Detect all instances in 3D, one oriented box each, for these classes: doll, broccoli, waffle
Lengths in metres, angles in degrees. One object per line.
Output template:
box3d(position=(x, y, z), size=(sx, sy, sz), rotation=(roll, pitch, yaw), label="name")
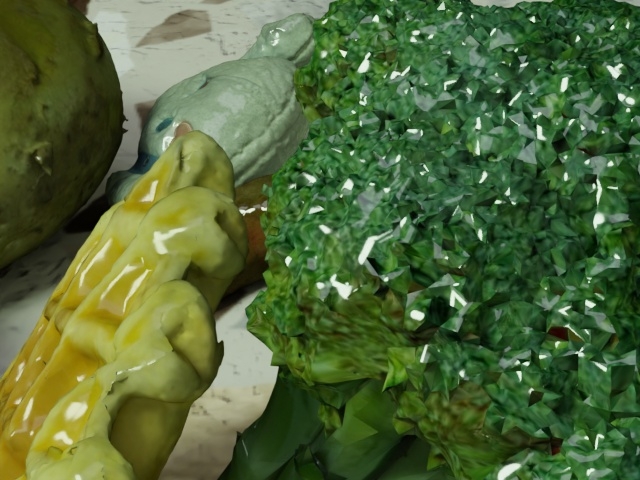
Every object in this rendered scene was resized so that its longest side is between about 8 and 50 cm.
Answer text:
box3d(position=(-0.061, -0.067, 0.860), size=(0.103, 0.071, 0.214), rotation=(-9, 36, 41), label="doll")
box3d(position=(0.083, 0.058, 0.483), size=(0.275, 0.308, 0.308), rotation=(-39, 31, 15), label="broccoli")
box3d(position=(-0.104, 0.091, 0.508), size=(0.056, 0.261, 0.250), rotation=(25, 40, -13), label="waffle")

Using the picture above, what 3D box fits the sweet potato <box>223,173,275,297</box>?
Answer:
box3d(position=(-0.002, -0.003, 0.763), size=(0.233, 0.062, 0.081), rotation=(-9, 35, 6), label="sweet potato")

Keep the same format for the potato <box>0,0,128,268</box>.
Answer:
box3d(position=(-0.257, -0.086, 0.842), size=(0.307, 0.173, 0.210), rotation=(17, 49, 29), label="potato")
